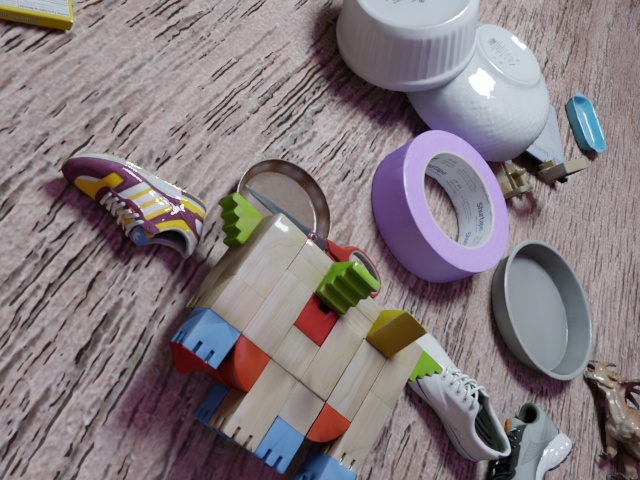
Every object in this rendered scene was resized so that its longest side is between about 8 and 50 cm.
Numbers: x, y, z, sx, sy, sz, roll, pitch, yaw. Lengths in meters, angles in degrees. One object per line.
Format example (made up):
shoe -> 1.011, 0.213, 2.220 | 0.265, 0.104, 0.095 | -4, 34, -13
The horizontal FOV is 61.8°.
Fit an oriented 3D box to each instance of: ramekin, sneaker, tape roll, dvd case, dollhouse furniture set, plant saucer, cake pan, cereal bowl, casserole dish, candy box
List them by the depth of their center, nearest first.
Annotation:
candy box -> -0.423, -0.328, 0.660 | 0.206, 0.027, 0.105 | -2, 76, -36
sneaker -> -0.232, -0.041, 0.665 | 0.186, 0.070, 0.083 | 23, 56, -27
plant saucer -> -0.059, -0.044, 0.820 | 0.169, 0.029, 0.168 | 13, 66, -33
sneaker -> 0.225, 0.247, 0.876 | 0.094, 0.091, 0.258 | -40, 98, -39
sneaker -> 0.329, 0.377, 0.911 | 0.272, 0.100, 0.108 | -24, 79, -46
ramekin -> 0.162, -0.417, 0.977 | 0.273, 0.127, 0.272 | -1, 66, 1
tape roll -> 0.228, -0.062, 0.999 | 0.275, 0.090, 0.274 | 14, 65, -33
cereal bowl -> 0.345, -0.336, 1.110 | 0.339, 0.141, 0.338 | 13, 58, -21
cake pan -> 0.459, 0.144, 1.113 | 0.293, 0.054, 0.292 | 14, 65, -32
dollhouse furniture set -> 0.471, -0.180, 1.183 | 0.144, 0.151, 0.123 | -16, 82, -41
dvd case -> 0.544, -0.281, 1.343 | 0.181, 0.022, 0.252 | 24, 55, -28
casserole dish -> 0.749, -0.328, 1.517 | 0.114, 0.037, 0.188 | -3, 76, -37

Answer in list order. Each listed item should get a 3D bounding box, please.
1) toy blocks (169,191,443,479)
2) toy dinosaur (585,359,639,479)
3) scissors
toy blocks -> -0.043, 0.160, 0.678 | 0.381, 0.191, 0.260 | 45, 65, -21
toy dinosaur -> 0.681, 0.406, 1.138 | 0.295, 0.127, 0.200 | 58, 43, -11
scissors -> 0.000, 0.000, 0.813 | 0.297, 0.021, 0.109 | 53, 56, -25
